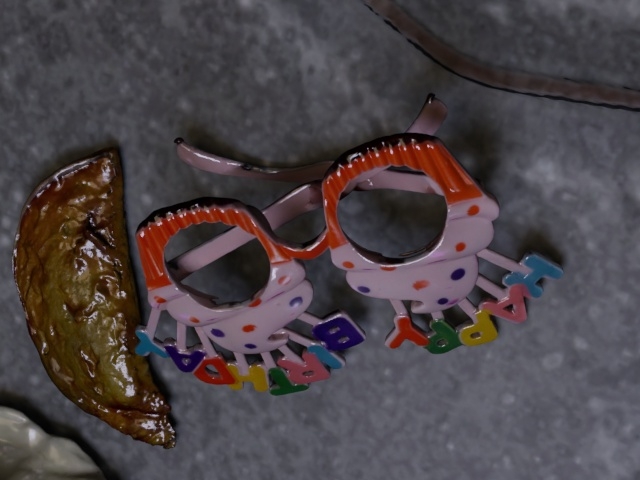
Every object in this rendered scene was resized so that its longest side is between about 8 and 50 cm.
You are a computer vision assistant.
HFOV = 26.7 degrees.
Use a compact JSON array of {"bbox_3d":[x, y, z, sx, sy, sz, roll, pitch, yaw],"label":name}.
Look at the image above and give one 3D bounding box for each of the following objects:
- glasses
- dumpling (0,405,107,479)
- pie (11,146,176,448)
[{"bbox_3d":[0.002,0.009,0.768,0.255,0.095,0.162,-14,123,18],"label":"glasses"},{"bbox_3d":[-0.217,0.198,0.831,0.258,0.147,0.193,38,69,20],"label":"dumpling"},{"bbox_3d":[-0.147,0.043,0.834,0.088,0.033,0.191,-9,97,23],"label":"pie"}]
